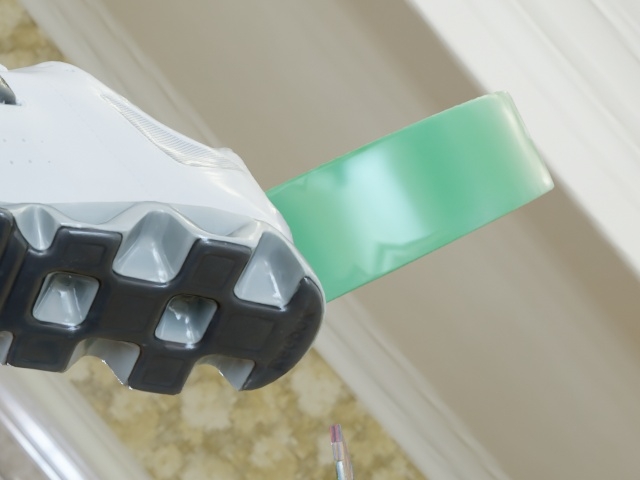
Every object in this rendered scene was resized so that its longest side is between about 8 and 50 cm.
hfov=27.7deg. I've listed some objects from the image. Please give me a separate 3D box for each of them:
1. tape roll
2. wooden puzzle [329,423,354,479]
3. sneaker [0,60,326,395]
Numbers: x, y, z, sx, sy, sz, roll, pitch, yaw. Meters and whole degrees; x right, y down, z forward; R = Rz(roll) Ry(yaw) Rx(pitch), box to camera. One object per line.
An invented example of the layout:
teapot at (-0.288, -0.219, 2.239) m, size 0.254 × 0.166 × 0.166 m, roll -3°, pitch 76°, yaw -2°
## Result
tape roll at (0.000, 0.000, 0.895) m, size 0.077 × 0.321 × 0.321 m, roll 64°, pitch -26°, yaw 1°
wooden puzzle at (0.013, 0.130, 0.690) m, size 0.083 × 0.006 × 0.049 m, roll 75°, pitch 7°, yaw -60°
sneaker at (-0.164, -0.026, 0.580) m, size 0.122 × 0.330 × 0.146 m, roll -54°, pitch -144°, yaw 28°
